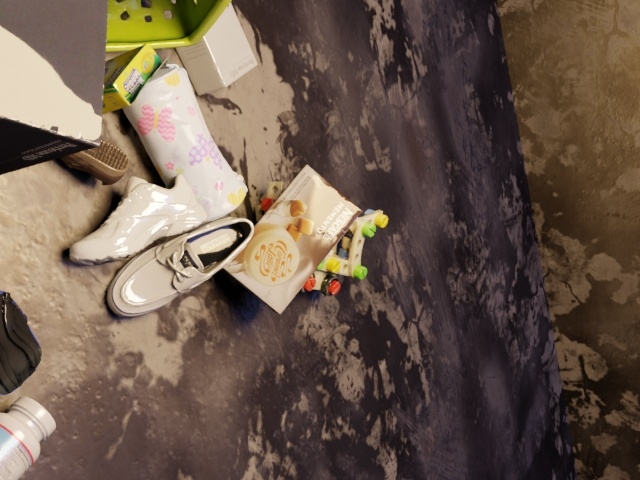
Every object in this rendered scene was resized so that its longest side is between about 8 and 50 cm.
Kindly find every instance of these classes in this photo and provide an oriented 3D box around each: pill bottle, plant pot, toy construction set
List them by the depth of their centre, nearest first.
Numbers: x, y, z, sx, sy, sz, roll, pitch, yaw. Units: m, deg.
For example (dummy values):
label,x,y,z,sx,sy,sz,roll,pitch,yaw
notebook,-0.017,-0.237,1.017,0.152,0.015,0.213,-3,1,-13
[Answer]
label,x,y,z,sx,sy,sz,roll,pitch,yaw
pill bottle,-0.425,0.282,0.876,0.160,0.087,0.087,-52,126,-44
plant pot,-0.279,-0.421,1.015,0.228,0.227,0.207,-12,88,-28
toy construction set,0.000,0.000,1.438,0.327,0.151,0.215,18,95,-44

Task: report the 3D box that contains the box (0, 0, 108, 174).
label,x,y,z,sx,sy,sz,roll,pitch,yaw
box,-0.451,-0.185,0.690,0.312,0.343,0.179,14,74,-53

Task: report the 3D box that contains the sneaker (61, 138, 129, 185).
label,x,y,z,sx,sy,sz,roll,pitch,yaw
sneaker,-0.383,-0.143,1.017,0.188,0.071,0.066,36,45,-19

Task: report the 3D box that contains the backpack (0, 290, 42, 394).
label,x,y,z,sx,sy,sz,roll,pitch,yaw
backpack,-0.428,0.134,0.880,0.098,0.101,0.120,-52,130,-41

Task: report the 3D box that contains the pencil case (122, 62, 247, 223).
label,x,y,z,sx,sy,sz,roll,pitch,yaw
pencil case,-0.233,-0.160,1.164,0.113,0.124,0.273,-105,169,-66

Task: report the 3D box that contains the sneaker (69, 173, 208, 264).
label,x,y,z,sx,sy,sz,roll,pitch,yaw
sneaker,-0.300,-0.039,1.079,0.232,0.090,0.115,-28,100,-36

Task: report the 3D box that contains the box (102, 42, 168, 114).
label,x,y,z,sx,sy,sz,roll,pitch,yaw
box,-0.313,-0.235,1.020,0.043,0.179,0.105,54,46,-35

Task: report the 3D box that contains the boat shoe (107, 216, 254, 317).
label,x,y,z,sx,sy,sz,roll,pitch,yaw
boat shoe,-0.223,0.038,1.120,0.267,0.088,0.096,-27,93,-29

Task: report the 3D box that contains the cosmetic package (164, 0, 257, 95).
label,x,y,z,sx,sy,sz,roll,pitch,yaw
cosmetic package,-0.218,-0.402,1.254,0.117,0.085,0.231,-50,123,-44

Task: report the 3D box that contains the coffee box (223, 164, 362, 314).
label,x,y,z,sx,sy,sz,roll,pitch,yaw
coffee box,-0.056,-0.001,1.277,0.141,0.098,0.246,41,82,-5
